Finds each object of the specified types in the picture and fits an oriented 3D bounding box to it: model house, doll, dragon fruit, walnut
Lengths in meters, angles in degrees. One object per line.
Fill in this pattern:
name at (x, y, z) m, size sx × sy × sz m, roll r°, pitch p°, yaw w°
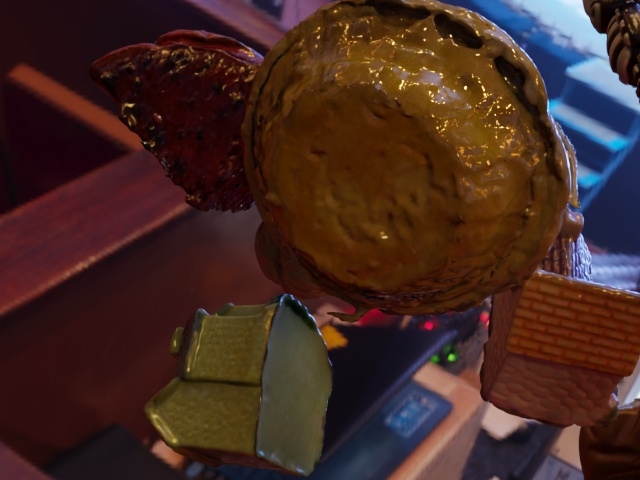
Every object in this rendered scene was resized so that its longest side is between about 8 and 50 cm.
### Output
model house at (-0.108, 0.184, 1.464) m, size 0.189 × 0.195 × 0.214 m, roll -1°, pitch 72°, yaw 24°
doll at (0.300, -0.222, 1.125) m, size 0.067 × 0.091 × 0.219 m, roll -15°, pitch 60°, yaw 14°
model house at (0.358, 0.101, 1.612) m, size 0.202 × 0.237 × 0.237 m, roll 16°, pitch 47°, yaw 1°
dragon fruit at (-0.111, -0.193, 1.583) m, size 0.286 × 0.228 × 0.329 m, roll 46°, pitch 15°, yaw 21°
walnut at (0.000, 0.000, 1.610) m, size 0.155 × 0.155 × 0.184 m, roll 37°, pitch 51°, yaw 28°

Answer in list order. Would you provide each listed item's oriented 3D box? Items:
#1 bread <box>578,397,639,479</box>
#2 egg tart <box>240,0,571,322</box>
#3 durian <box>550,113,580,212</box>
bread at (0.606, 0.387, 1.972) m, size 0.225 × 0.279 × 0.250 m, roll -5°, pitch 75°, yaw -53°
egg tart at (0.070, -0.071, 1.212) m, size 0.388 × 0.388 × 0.169 m, roll 26°, pitch 32°, yaw 14°
durian at (0.337, -0.127, 1.812) m, size 0.146 × 0.208 × 0.102 m, roll 9°, pitch -7°, yaw -23°
